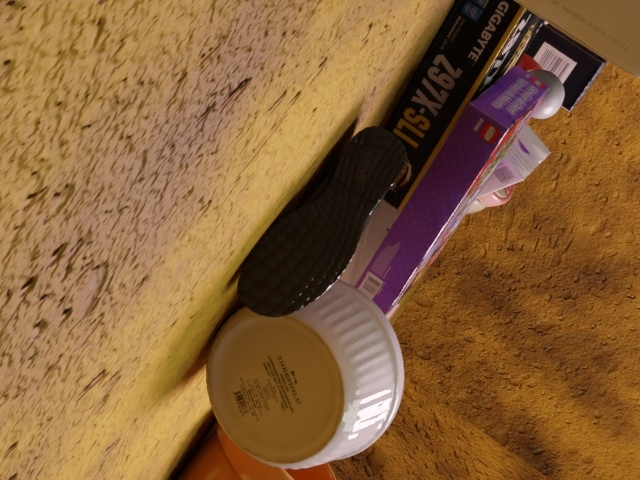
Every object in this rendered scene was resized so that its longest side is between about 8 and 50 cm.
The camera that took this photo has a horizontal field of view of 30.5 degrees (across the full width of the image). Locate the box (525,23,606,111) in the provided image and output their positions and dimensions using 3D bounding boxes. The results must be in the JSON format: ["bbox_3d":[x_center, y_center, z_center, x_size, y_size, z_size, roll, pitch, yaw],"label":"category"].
[{"bbox_3d":[0.438,-0.334,2.150,0.108,0.153,0.207,-58,171,23],"label":"box"}]

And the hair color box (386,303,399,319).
[{"bbox_3d":[0.108,0.171,2.577,0.141,0.072,0.043,-46,168,-45],"label":"hair color box"}]

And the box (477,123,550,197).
[{"bbox_3d":[0.201,-0.093,1.664,0.063,0.067,0.324,-43,-173,-24],"label":"box"}]

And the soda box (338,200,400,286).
[{"bbox_3d":[0.054,0.057,1.698,0.286,0.098,0.091,-50,172,-31],"label":"soda box"}]

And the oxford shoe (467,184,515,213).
[{"bbox_3d":[0.312,-0.172,2.313,0.146,0.140,0.397,-24,-165,30],"label":"oxford shoe"}]

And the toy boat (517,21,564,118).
[{"bbox_3d":[0.336,-0.325,1.607,0.318,0.148,0.267,-55,172,-1],"label":"toy boat"}]

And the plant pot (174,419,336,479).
[{"bbox_3d":[-0.109,0.347,1.659,0.188,0.205,0.205,-41,174,9],"label":"plant pot"}]

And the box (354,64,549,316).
[{"bbox_3d":[0.160,-0.062,1.437,0.293,0.057,0.201,-59,171,31],"label":"box"}]

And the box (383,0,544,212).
[{"bbox_3d":[0.188,-0.216,1.449,0.257,0.079,0.322,-41,164,-53],"label":"box"}]

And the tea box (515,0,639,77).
[{"bbox_3d":[0.300,-0.362,0.988,0.323,0.220,0.329,-59,171,34],"label":"tea box"}]

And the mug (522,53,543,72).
[{"bbox_3d":[0.266,-0.201,1.850,0.169,0.113,0.150,-43,164,-44],"label":"mug"}]

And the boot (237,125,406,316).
[{"bbox_3d":[0.000,0.000,1.240,0.246,0.083,0.161,-51,177,-20],"label":"boot"}]

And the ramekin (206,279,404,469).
[{"bbox_3d":[-0.024,0.146,1.256,0.207,0.207,0.109,-58,163,21],"label":"ramekin"}]
